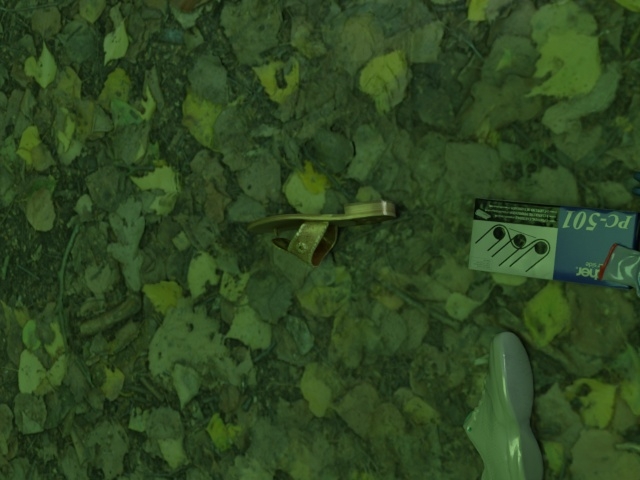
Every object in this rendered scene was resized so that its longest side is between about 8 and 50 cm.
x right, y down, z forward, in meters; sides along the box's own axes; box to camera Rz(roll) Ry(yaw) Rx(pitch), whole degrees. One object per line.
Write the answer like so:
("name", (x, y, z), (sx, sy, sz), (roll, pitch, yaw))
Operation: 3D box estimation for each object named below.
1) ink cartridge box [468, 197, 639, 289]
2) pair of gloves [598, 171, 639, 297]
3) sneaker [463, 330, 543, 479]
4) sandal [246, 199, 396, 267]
("ink cartridge box", (0.299, 0.001, 1.077), (0.207, 0.046, 0.097), (7, 94, 29))
("pair of gloves", (0.424, -0.003, 0.973), (0.159, 0.023, 0.198), (22, 101, 22))
("sneaker", (0.229, 0.227, 1.106), (0.094, 0.080, 0.212), (-7, 88, 41))
("sandal", (-0.003, -0.001, 1.227), (0.240, 0.088, 0.079), (-9, 79, 25))
